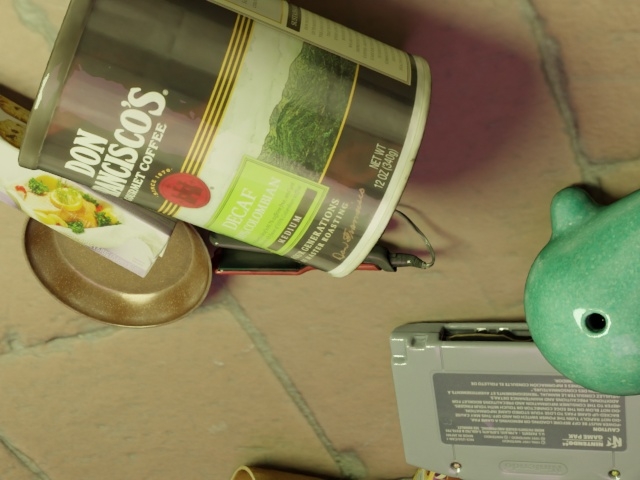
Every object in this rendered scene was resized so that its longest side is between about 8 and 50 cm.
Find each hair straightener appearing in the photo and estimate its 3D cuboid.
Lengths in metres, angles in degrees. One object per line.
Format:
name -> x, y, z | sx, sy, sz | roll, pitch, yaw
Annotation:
hair straightener -> 0.000, 0.000, 1.034 | 0.230, 0.047, 0.089 | 5, 133, 8

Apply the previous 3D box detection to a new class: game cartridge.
game cartridge -> 0.230, 0.182, 1.126 | 0.294, 0.060, 0.196 | -1, 114, 17

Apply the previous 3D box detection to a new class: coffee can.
coffee can -> -0.077, -0.108, 0.838 | 0.275, 0.201, 0.201 | 20, 132, -14

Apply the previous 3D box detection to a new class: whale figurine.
whale figurine -> 0.297, 0.022, 0.942 | 0.216, 0.141, 0.272 | 40, 117, 18

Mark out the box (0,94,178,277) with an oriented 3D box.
box -> -0.281, -0.078, 0.945 | 0.324, 0.067, 0.063 | 30, 123, -11

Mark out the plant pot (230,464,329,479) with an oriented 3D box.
plant pot -> 0.019, 0.409, 1.324 | 0.254, 0.237, 0.237 | 4, 135, -18

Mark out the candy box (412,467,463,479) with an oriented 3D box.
candy box -> 0.191, 0.278, 1.281 | 0.109, 0.053, 0.186 | 13, 132, -6

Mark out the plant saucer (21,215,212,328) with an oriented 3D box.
plant saucer -> -0.206, 0.010, 1.068 | 0.199, 0.036, 0.198 | 5, 131, 5
